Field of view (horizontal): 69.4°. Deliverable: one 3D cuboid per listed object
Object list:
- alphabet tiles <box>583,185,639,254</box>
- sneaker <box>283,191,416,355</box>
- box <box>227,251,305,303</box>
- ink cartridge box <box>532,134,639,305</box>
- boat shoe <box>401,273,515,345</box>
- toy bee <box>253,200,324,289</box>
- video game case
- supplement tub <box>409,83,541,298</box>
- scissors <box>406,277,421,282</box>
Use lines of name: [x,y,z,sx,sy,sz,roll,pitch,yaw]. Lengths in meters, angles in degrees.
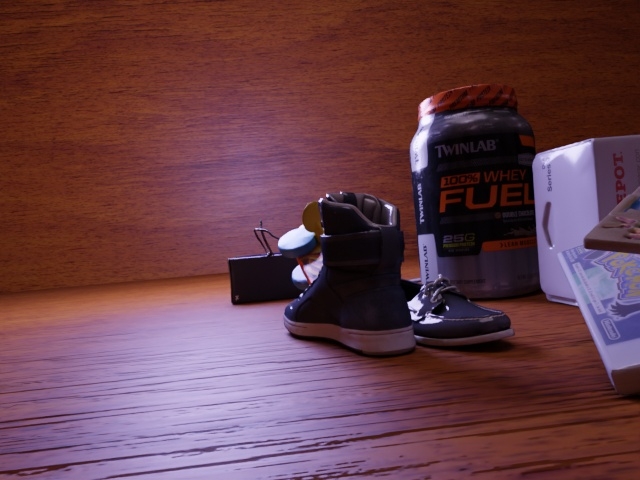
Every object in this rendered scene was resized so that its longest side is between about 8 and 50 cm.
alphabet tiles: [0.351,-0.007,0.238,0.343,0.011,0.285,8,24,45]
sneaker: [0.019,0.031,0.527,0.086,0.163,0.226,-7,-1,-31]
box: [-0.068,0.075,1.053,0.262,0.103,0.184,-5,2,-6]
ink cartridge box: [0.452,-0.030,0.609,0.290,0.210,0.121,-6,1,-8]
boat shoe: [0.115,0.070,0.499,0.075,0.064,0.206,-5,0,-26]
toy bee: [0.000,0.000,0.842,0.162,0.298,0.195,-30,-37,-14]
video game case: [0.283,0.021,0.330,0.184,0.023,0.201,-23,11,24]
supplement tub: [0.265,-0.077,0.800,0.207,0.337,0.207,-6,-1,0]
scissors: [0.151,0.092,0.991,0.109,0.021,0.297,-7,0,35]
